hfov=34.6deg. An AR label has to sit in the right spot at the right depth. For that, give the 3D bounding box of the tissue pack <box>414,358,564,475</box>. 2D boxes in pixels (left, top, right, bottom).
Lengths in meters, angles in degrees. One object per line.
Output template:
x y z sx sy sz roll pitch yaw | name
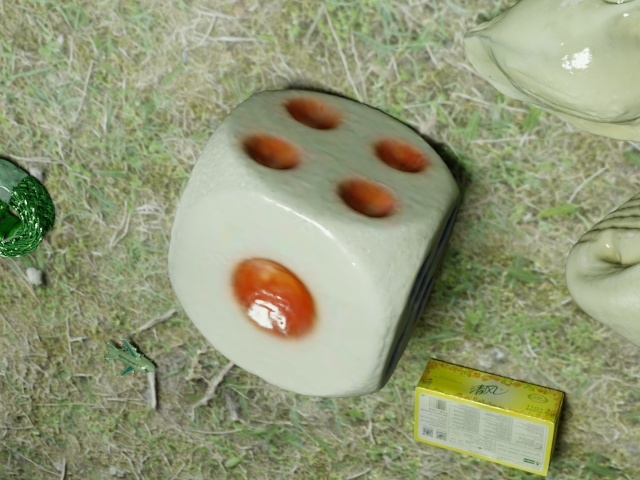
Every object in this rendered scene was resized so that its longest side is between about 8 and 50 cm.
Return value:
0.210 0.221 1.292 0.176 0.062 0.095 11 126 19 | tissue pack

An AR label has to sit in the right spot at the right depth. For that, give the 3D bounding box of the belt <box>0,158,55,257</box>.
-0.444 -0.053 1.440 0.121 0.079 0.151 -29 116 27 | belt

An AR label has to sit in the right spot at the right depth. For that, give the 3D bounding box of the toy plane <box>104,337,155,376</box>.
-0.282 0.175 1.529 0.083 0.033 0.080 18 126 7 | toy plane

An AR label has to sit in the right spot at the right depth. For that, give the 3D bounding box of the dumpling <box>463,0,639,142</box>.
0.258 -0.163 0.989 0.252 0.131 0.179 -4 141 41 | dumpling

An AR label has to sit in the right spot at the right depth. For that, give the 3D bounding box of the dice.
0.000 0.000 1.136 0.259 0.251 0.243 24 126 11 | dice

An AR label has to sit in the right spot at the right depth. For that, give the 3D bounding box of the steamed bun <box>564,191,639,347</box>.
0.439 0.020 0.871 0.255 0.367 0.342 55 160 -12 | steamed bun
